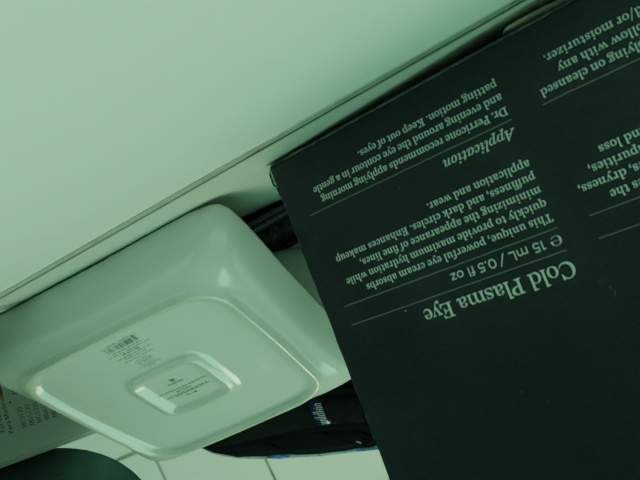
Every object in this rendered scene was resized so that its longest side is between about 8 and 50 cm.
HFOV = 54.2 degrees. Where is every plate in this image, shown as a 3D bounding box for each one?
[{"bbox_3d":[-0.126,0.117,0.567,0.277,0.045,0.278,-26,135,14],"label":"plate"}]

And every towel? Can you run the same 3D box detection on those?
[{"bbox_3d":[-0.099,0.008,0.801,0.312,0.056,0.324,-29,177,-19],"label":"towel"}]

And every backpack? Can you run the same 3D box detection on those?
[{"bbox_3d":[-0.056,0.167,0.873,0.355,0.290,0.273,-23,-166,11],"label":"backpack"}]

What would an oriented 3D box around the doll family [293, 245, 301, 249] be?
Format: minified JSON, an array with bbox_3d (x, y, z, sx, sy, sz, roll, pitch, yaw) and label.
[{"bbox_3d":[0.025,-0.005,1.020,0.192,0.111,0.076,-26,179,10],"label":"doll family"}]

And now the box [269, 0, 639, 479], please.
[{"bbox_3d":[0.191,0.025,0.403,0.343,0.313,0.179,-23,173,30],"label":"box"}]

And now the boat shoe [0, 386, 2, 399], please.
[{"bbox_3d":[-0.260,0.089,0.413,0.059,0.063,0.170,-23,168,-18],"label":"boat shoe"}]

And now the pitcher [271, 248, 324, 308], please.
[{"bbox_3d":[-0.065,0.112,0.689,0.207,0.178,0.125,-28,-143,3],"label":"pitcher"}]

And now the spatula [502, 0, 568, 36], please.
[{"bbox_3d":[0.218,-0.168,0.415,0.241,0.019,0.168,-26,173,5],"label":"spatula"}]

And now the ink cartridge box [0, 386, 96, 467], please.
[{"bbox_3d":[-0.371,0.201,0.818,0.271,0.130,0.309,-17,175,-24],"label":"ink cartridge box"}]

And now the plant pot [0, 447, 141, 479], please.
[{"bbox_3d":[-0.295,0.414,0.643,0.341,0.341,0.334,-26,-159,-7],"label":"plant pot"}]
